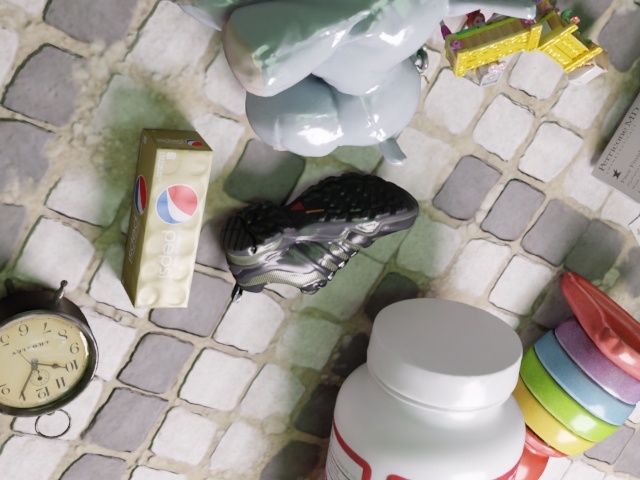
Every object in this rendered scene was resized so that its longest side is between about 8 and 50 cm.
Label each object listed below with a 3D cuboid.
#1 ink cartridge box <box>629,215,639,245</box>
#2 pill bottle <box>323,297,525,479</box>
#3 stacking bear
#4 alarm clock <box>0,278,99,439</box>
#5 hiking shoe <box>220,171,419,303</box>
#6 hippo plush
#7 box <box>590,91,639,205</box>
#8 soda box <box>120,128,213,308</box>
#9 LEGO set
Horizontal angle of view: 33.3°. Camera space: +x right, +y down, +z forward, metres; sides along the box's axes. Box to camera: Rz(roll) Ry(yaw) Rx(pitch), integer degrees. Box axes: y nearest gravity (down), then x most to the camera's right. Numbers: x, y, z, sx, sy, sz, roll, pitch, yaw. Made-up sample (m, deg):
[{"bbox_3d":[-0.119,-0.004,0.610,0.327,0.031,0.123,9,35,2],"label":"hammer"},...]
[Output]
[{"bbox_3d":[0.457,-0.026,1.424,0.083,0.028,0.048,-39,125,-1],"label":"ink cartridge box"},{"bbox_3d":[0.119,0.286,1.307,0.229,0.229,0.407,-4,119,-24],"label":"pill bottle"},{"bbox_3d":[0.307,0.215,1.415,0.164,0.175,0.289,31,110,-28],"label":"stacking bear"},{"bbox_3d":[-0.297,0.132,1.117,0.129,0.064,0.192,-17,121,-17],"label":"alarm clock"},{"bbox_3d":[0.000,0.000,1.193,0.227,0.086,0.114,-13,135,-13],"label":"hiking shoe"},{"bbox_3d":[0.019,-0.208,1.034,0.294,0.234,0.236,-13,154,-3],"label":"hippo plush"},{"bbox_3d":[0.467,-0.104,1.310,0.182,0.119,0.181,24,101,-25],"label":"box"},{"bbox_3d":[-0.160,-0.021,1.104,0.061,0.058,0.181,0,116,-27],"label":"soda box"},{"bbox_3d":[0.205,-0.235,1.164,0.287,0.107,0.132,-11,156,-26],"label":"LEGO set"}]
